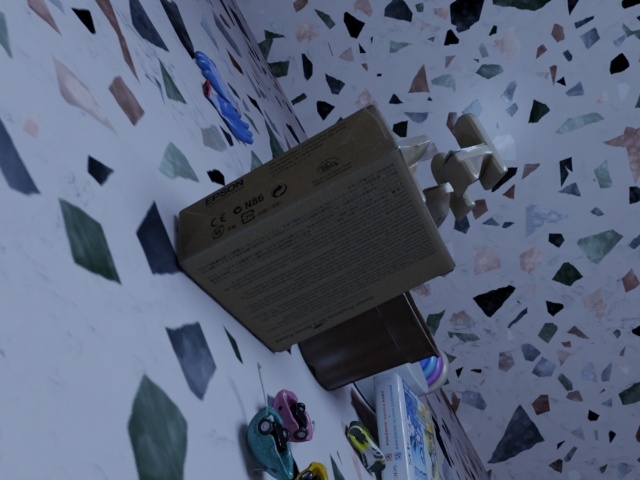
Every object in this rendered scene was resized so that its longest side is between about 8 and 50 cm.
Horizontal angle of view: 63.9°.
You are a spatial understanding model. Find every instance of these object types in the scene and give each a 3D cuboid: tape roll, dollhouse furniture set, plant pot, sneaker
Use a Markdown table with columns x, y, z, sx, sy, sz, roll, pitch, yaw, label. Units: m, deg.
| x | y | z | sx | sy | sz | roll | pitch | yaw | label |
| --- | --- | --- | --- | --- | --- | --- | --- | --- | --- |
| 0.104 | 0.188 | 1.012 | 0.286 | 0.100 | 0.286 | 60 | 9 | -16 | tape roll |
| 0.085 | -0.106 | 1.039 | 0.394 | 0.362 | 0.257 | 111 | -42 | -64 | dollhouse furniture set |
| 0.061 | 0.126 | 0.743 | 0.167 | 0.165 | 0.167 | 60 | 8 | -15 | plant pot |
| 0.067 | 0.288 | 0.723 | 0.083 | 0.031 | 0.035 | 60 | 9 | -12 | sneaker |

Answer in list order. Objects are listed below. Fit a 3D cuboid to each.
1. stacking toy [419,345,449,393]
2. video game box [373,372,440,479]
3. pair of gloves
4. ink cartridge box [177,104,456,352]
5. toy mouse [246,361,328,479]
| x | y | z | sx | sy | sz | roll | pitch | yaw | label |
| --- | --- | --- | --- | --- | --- | --- | --- | --- | --- |
| 0.203 | 0.272 | 1.288 | 0.330 | 0.141 | 0.141 | 44 | 19 | -43 | stacking toy |
| 0.145 | 0.339 | 0.834 | 0.205 | 0.048 | 0.187 | 52 | 31 | -48 | video game box |
| -0.190 | -0.284 | 1.013 | 0.159 | 0.023 | 0.198 | 51 | 15 | -52 | pair of gloves |
| 0.000 | 0.000 | 0.549 | 0.193 | 0.234 | 0.088 | 54 | 13 | -44 | ink cartridge box |
| -0.036 | 0.180 | 0.469 | 0.143 | 0.031 | 0.161 | 62 | 9 | -5 | toy mouse |
